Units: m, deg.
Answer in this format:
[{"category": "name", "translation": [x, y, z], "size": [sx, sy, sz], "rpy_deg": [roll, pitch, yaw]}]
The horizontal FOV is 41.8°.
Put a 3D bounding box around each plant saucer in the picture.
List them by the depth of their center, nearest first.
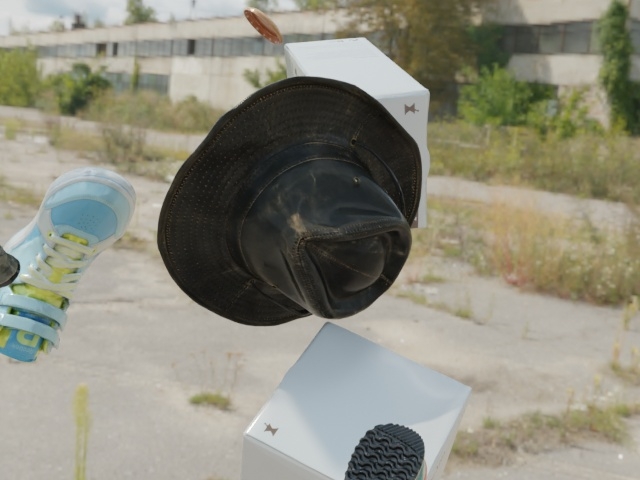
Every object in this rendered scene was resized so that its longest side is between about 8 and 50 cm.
[{"category": "plant saucer", "translation": [-0.096, -0.369, 1.435], "size": [0.083, 0.013, 0.083], "rpy_deg": [40, -7, 6]}]

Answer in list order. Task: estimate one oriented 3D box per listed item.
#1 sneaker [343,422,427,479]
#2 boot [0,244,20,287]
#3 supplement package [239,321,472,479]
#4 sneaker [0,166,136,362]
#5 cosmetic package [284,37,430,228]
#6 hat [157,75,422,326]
[{"category": "sneaker", "translation": [0.022, 0.197, 0.526], "size": [0.057, 0.075, 0.161], "rpy_deg": [19, 58, 32]}, {"category": "boot", "translation": [-0.443, -0.004, 0.851], "size": [0.247, 0.083, 0.161], "rpy_deg": [7, -35, -4]}, {"category": "supplement package", "translation": [0.026, 0.270, 0.906], "size": [0.175, 0.293, 0.177], "rpy_deg": [24, 44, 17]}, {"category": "sneaker", "translation": [-0.363, 0.050, 1.154], "size": [0.127, 0.208, 0.319], "rpy_deg": [26, -43, -27]}, {"category": "cosmetic package", "translation": [0.048, -0.179, 1.337], "size": [0.156, 0.217, 0.385], "rpy_deg": [-6, 24, -8]}, {"category": "hat", "translation": [0.000, 0.000, 0.891], "size": [0.331, 0.331, 0.134], "rpy_deg": [0, 35, -33]}]
